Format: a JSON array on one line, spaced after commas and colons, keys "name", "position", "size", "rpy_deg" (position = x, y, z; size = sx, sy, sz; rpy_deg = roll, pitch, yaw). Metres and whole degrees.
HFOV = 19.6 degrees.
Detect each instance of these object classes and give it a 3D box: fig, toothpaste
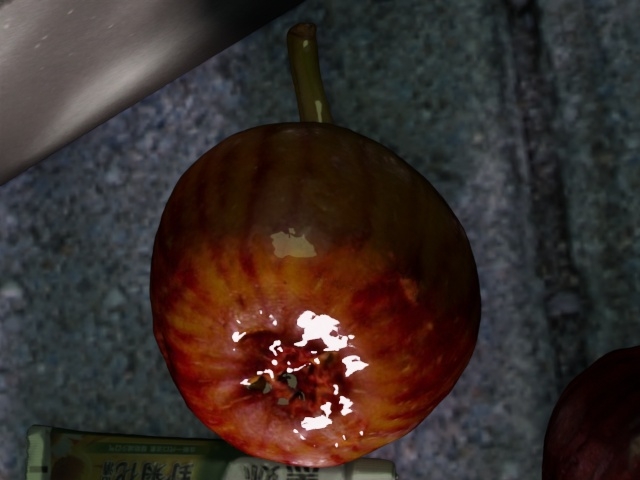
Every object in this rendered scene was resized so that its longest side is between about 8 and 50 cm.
[{"name": "fig", "position": [0.154, 0.112, 0.909], "size": [0.150, 0.128, 0.128], "rpy_deg": [-6, 83, 14]}, {"name": "toothpaste", "position": [-0.060, 0.123, 0.984], "size": [0.204, 0.031, 0.049], "rpy_deg": [0, 83, 12]}, {"name": "fig", "position": [0.001, 0.008, 0.943], "size": [0.175, 0.207, 0.175], "rpy_deg": [3, 119, 5]}]

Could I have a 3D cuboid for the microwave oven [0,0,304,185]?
[{"name": "microwave oven", "position": [-0.192, -0.289, 0.951], "size": [0.374, 0.236, 0.432], "rpy_deg": [-32, 79, 5]}]
